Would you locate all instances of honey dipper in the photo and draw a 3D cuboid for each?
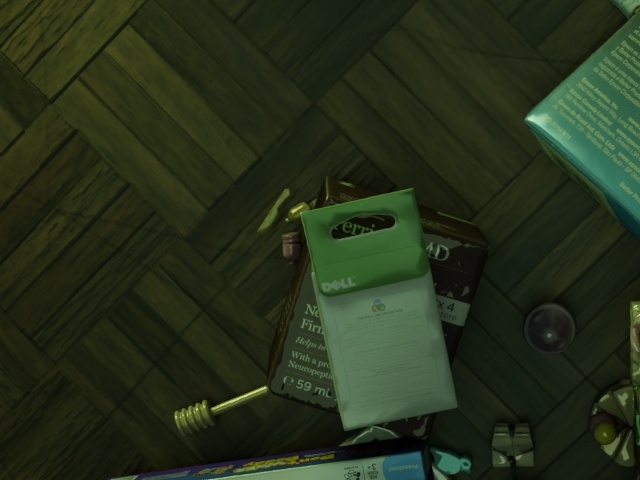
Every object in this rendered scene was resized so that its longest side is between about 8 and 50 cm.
[{"bbox_3d":[-0.076,0.166,1.777,0.161,0.030,0.030,-22,93,8],"label":"honey dipper"}]

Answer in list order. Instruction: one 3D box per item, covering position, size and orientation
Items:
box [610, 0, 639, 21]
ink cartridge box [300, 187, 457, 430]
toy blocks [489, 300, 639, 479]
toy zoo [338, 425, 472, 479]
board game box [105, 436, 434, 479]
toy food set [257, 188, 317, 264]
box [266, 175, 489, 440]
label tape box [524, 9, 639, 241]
[{"bbox_3d":[0.343,-0.281,1.675,0.137,0.027,0.094,-42,88,10],"label":"box"},{"bbox_3d":[0.053,0.061,1.552,0.109,0.062,0.209,-12,98,1],"label":"ink cartridge box"},{"bbox_3d":[0.313,0.198,1.612,0.309,0.260,0.288,0,96,7],"label":"toy blocks"},{"bbox_3d":[0.044,0.319,1.776,0.293,0.030,0.192,-38,90,10],"label":"toy zoo"},{"bbox_3d":[-0.043,0.343,1.735,0.347,0.078,0.233,-9,95,9],"label":"board game box"},{"bbox_3d":[0.000,0.000,1.756,0.122,0.019,0.078,33,98,-6],"label":"toy food set"},{"bbox_3d":[0.053,0.063,1.670,0.169,0.167,0.203,17,98,-2],"label":"box"},{"bbox_3d":[0.398,-0.140,1.581,0.334,0.106,0.240,-43,54,1],"label":"label tape box"}]
